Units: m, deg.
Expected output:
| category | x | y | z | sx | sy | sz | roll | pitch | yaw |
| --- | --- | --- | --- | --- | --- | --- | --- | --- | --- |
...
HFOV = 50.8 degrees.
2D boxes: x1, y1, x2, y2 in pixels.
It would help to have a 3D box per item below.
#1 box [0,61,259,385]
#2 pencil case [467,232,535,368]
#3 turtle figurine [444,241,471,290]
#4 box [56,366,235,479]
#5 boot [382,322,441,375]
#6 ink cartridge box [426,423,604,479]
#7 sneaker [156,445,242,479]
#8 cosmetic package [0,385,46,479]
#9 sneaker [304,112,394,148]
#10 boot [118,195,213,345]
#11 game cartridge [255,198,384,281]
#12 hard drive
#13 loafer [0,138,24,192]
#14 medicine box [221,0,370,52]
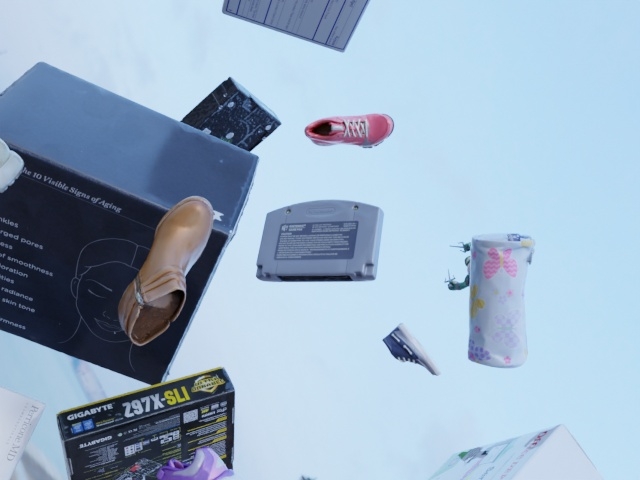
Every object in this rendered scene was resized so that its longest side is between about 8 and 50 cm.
| category | x | y | z | sx | sy | sz | roll | pitch | yaw |
| --- | --- | --- | --- | --- | --- | --- | --- | --- | --- |
| box | -0.443 | -0.017 | 1.373 | 0.297 | 0.479 | 0.472 | -79 | -164 | -51 |
| pencil case | 0.358 | 0.116 | 1.346 | 0.113 | 0.124 | 0.273 | -157 | -113 | -71 |
| turtle figurine | 0.465 | 0.089 | 2.055 | 0.234 | 0.118 | 0.175 | -112 | -154 | -66 |
| box | -0.326 | 0.399 | 1.308 | 0.079 | 0.322 | 0.257 | 50 | -36 | 45 |
| boot | 0.269 | 0.341 | 1.993 | 0.190 | 0.086 | 0.069 | 52 | 7 | 23 |
| ink cartridge box | 0.269 | 0.411 | 1.054 | 0.117 | 0.201 | 0.278 | 56 | -38 | 7 |
| sneaker | -0.252 | 0.433 | 1.145 | 0.105 | 0.236 | 0.095 | 56 | 3 | 11 |
| cosmetic package | -0.743 | 0.336 | 1.276 | 0.365 | 0.197 | 0.155 | 27 | -28 | -19 |
| sneaker | 0.091 | -0.368 | 2.280 | 0.136 | 0.313 | 0.116 | -10 | 97 | -70 |
| boot | -0.189 | 0.039 | 0.867 | 0.073 | 0.197 | 0.152 | 31 | 1 | -21 |
| game cartridge | 0.000 | 0.000 | 1.576 | 0.297 | 0.198 | 0.062 | -1 | -31 | 24 |
| hard drive | -0.297 | -0.272 | 1.838 | 0.064 | 0.339 | 0.237 | 57 | 14 | 27 |
| loafer | -0.435 | -0.082 | 0.688 | 0.102 | 0.268 | 0.092 | -79 | 158 | -54 |
| medicine box | -0.031 | -0.562 | 1.377 | 0.263 | 0.289 | 0.149 | 125 | -25 | -58 |
